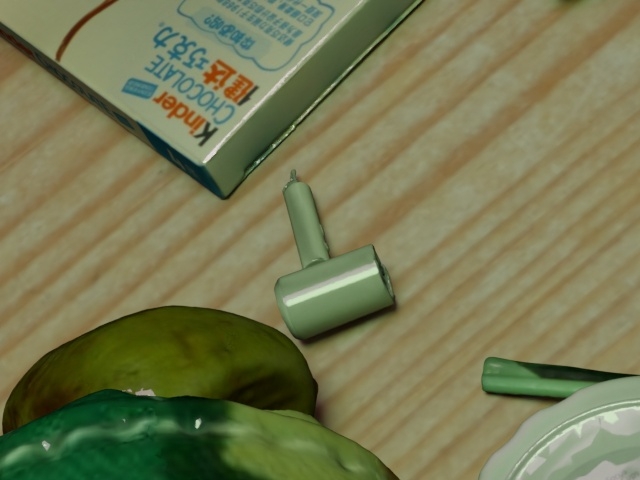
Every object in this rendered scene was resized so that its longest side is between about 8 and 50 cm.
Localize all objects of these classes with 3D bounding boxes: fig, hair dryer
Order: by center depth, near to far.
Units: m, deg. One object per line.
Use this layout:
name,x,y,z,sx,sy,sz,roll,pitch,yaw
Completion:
fig,-0.077,0.103,0.816,0.166,0.144,0.154,-31,15,-11
hair dryer,0.000,0.000,0.917,0.063,0.038,0.124,-21,45,5

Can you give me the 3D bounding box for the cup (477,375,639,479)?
cup,0.137,0.142,0.657,0.167,0.202,0.221,-27,55,2

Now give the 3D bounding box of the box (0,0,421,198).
box,-0.067,-0.189,1.058,0.265,0.048,0.273,-45,55,-12

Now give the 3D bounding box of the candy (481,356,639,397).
candy,0.199,0.075,0.774,0.262,0.077,0.073,3,56,32

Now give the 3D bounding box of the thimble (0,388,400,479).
thimble,-0.061,0.208,0.642,0.254,0.288,0.167,-2,33,-9
